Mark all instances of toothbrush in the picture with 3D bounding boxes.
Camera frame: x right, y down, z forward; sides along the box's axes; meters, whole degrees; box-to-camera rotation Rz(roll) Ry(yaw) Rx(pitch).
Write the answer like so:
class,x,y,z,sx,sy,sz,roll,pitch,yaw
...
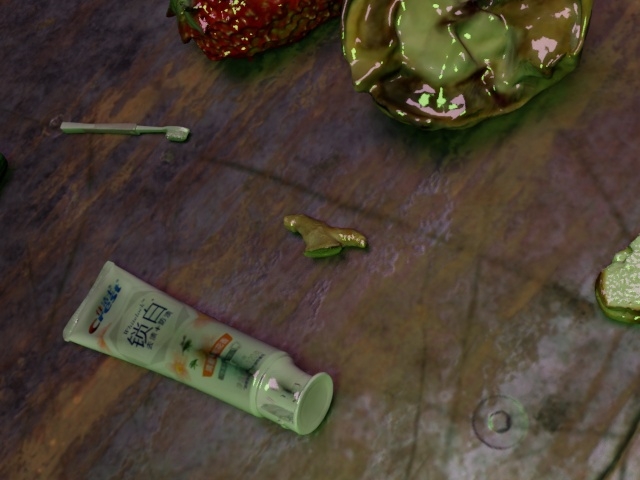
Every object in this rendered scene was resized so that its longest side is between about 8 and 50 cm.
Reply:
class,x,y,z,sx,sy,sz,roll,pitch,yaw
toothbrush,-0.249,-0.139,0.917,0.194,0.014,0.017,7,68,23

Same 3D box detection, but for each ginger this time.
class,x,y,z,sx,sy,sz,roll,pitch,yaw
ginger,0.000,0.001,0.748,0.097,0.030,0.048,17,44,24

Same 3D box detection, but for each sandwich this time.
class,x,y,z,sx,sy,sz,roll,pitch,yaw
sandwich,0.289,0.026,0.625,0.104,0.036,0.093,-12,62,16

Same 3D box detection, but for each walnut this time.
class,x,y,z,sx,sy,sz,roll,pitch,yaw
walnut,0.142,-0.204,0.734,0.238,0.141,0.204,19,96,18

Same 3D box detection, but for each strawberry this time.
class,x,y,z,sx,sy,sz,roll,pitch,yaw
strawberry,-0.066,-0.291,0.885,0.228,0.098,0.174,-19,41,-14

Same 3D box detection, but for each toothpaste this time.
class,x,y,z,sx,sy,sz,roll,pitch,yaw
toothpaste,-0.135,0.105,0.732,0.323,0.066,0.100,17,71,32

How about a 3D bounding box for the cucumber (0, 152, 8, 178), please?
class,x,y,z,sx,sy,sz,roll,pitch,yaw
cucumber,-0.447,-0.069,0.935,0.048,0.048,0.105,9,69,24
